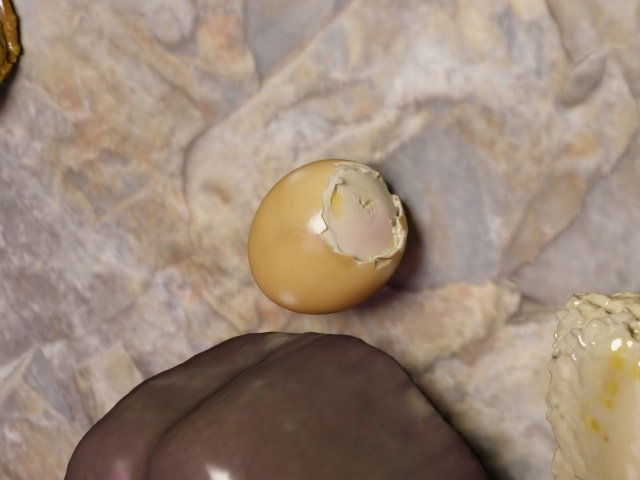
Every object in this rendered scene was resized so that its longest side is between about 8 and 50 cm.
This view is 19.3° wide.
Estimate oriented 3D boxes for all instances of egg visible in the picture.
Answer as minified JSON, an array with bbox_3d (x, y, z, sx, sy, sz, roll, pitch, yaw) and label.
[{"bbox_3d":[0.000,0.000,1.006,0.096,0.080,0.080,-26,91,49],"label":"egg"}]

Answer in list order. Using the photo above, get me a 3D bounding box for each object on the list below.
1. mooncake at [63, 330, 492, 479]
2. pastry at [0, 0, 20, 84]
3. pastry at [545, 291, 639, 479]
[{"bbox_3d":[-0.016,0.204,1.032,0.306,0.154,0.306,22,125,36],"label":"mooncake"},{"bbox_3d":[-0.233,-0.124,1.146,0.097,0.057,0.109,-16,99,38],"label":"pastry"},{"bbox_3d":[0.166,0.145,0.938,0.121,0.089,0.259,22,118,43],"label":"pastry"}]
